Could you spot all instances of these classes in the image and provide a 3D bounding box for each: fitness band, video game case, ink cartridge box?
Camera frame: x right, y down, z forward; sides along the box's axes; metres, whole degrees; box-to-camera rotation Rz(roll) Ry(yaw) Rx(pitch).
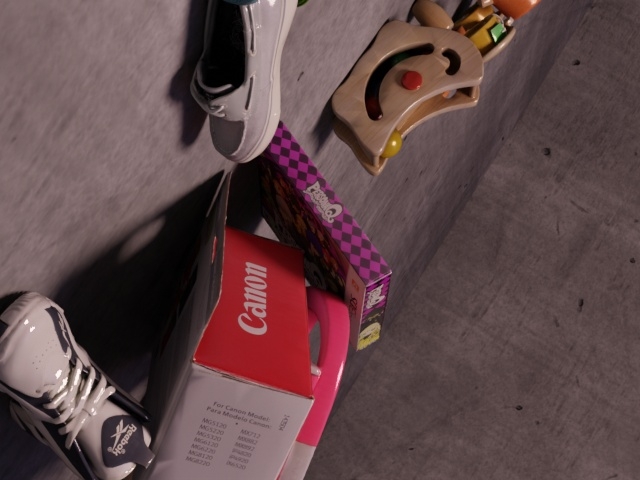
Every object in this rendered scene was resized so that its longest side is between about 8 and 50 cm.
[{"bbox_3d":[-0.048,0.192,1.224,0.291,0.054,0.209,-68,-165,5],"label":"fitness band"},{"bbox_3d":[0.000,0.000,1.269,0.042,0.232,0.210,-30,159,-15],"label":"video game case"},{"bbox_3d":[-0.093,0.114,1.121,0.309,0.130,0.272,-96,-153,-62],"label":"ink cartridge box"}]

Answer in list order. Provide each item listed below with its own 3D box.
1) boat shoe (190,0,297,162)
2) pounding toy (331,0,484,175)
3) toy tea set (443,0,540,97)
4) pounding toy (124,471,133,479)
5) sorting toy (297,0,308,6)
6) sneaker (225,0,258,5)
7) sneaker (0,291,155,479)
[{"bbox_3d":[-0.083,-0.157,0.971,0.081,0.079,0.227,-31,149,-37],"label":"boat shoe"},{"bbox_3d":[0.133,-0.201,1.465,0.269,0.154,0.155,-55,166,-16],"label":"pounding toy"},{"bbox_3d":[0.216,-0.341,1.633,0.200,0.124,0.336,-30,-164,46],"label":"toy tea set"},{"bbox_3d":[-0.217,0.297,1.441,0.206,0.094,0.181,-50,172,4],"label":"pounding toy"},{"bbox_3d":[-0.037,-0.234,0.978,0.102,0.061,0.042,-40,-175,45],"label":"sorting toy"},{"bbox_3d":[-0.023,-0.318,0.706,0.208,0.127,0.319,-51,166,-25],"label":"sneaker"},{"bbox_3d":[-0.215,0.146,0.957,0.094,0.153,0.235,-51,164,-34],"label":"sneaker"}]
